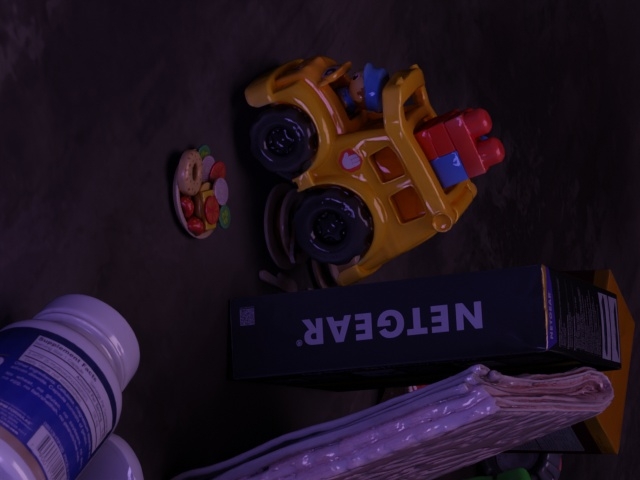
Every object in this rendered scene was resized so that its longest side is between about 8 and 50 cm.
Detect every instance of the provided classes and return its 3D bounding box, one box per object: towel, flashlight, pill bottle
[{"bbox_3d":[0.067,0.185,1.504,0.317,0.332,0.053,12,58,-62],"label":"towel"},{"bbox_3d":[0.307,0.333,2.251,0.304,0.103,0.103,46,44,-53],"label":"flashlight"},{"bbox_3d":[-0.203,0.121,1.171,0.186,0.112,0.112,-55,136,-53],"label":"pill bottle"}]

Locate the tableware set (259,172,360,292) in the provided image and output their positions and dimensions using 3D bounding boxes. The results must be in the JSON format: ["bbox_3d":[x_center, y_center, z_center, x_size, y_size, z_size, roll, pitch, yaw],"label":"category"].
[{"bbox_3d":[0.000,0.000,1.700,0.194,0.039,0.128,30,61,-61],"label":"tableware set"}]

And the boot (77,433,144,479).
[{"bbox_3d":[-0.156,0.264,1.302,0.123,0.095,0.258,-18,113,-70],"label":"boot"}]

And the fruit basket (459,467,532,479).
[{"bbox_3d":[0.214,0.480,1.816,0.392,0.283,0.392,-14,90,-75],"label":"fruit basket"}]

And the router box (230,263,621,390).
[{"bbox_3d":[0.104,0.090,1.597,0.243,0.309,0.081,18,68,-64],"label":"router box"}]

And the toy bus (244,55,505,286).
[{"bbox_3d":[0.062,-0.095,1.605,0.220,0.211,0.149,61,26,-8],"label":"toy bus"}]

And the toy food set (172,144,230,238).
[{"bbox_3d":[-0.106,-0.043,1.501,0.082,0.020,0.083,-20,105,-64],"label":"toy food set"}]

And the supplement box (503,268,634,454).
[{"bbox_3d":[0.269,0.150,2.076,0.129,0.194,0.191,56,39,-48],"label":"supplement box"}]

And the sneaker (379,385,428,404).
[{"bbox_3d":[0.096,0.183,1.883,0.067,0.042,0.118,49,43,-48],"label":"sneaker"}]
